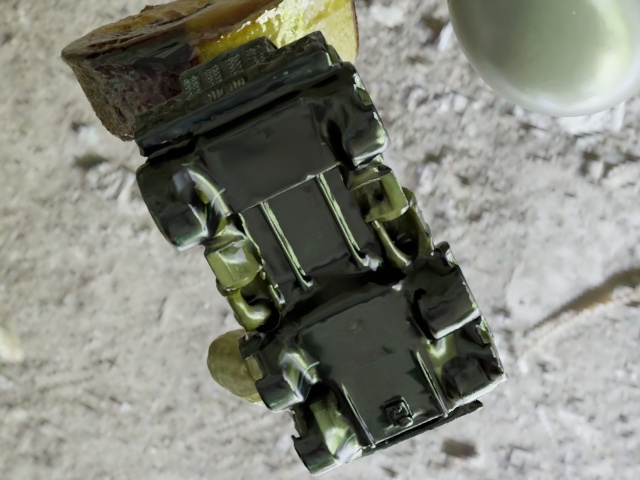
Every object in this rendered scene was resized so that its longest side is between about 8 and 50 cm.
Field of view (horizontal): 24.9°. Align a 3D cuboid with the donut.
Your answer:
[{"bbox_3d":[-0.059,-0.115,0.870,0.184,0.166,0.073,-17,108,4],"label":"donut"}]

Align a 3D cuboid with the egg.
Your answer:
[{"bbox_3d":[0.195,-0.197,1.203,0.176,0.176,0.232,-10,162,33],"label":"egg"}]

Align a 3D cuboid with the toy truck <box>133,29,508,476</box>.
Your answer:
[{"bbox_3d":[0.000,0.001,0.777,0.127,0.127,0.257,-24,132,6],"label":"toy truck"}]

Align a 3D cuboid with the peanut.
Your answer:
[{"bbox_3d":[-0.048,0.118,1.387,0.082,0.082,0.187,43,154,-20],"label":"peanut"}]
